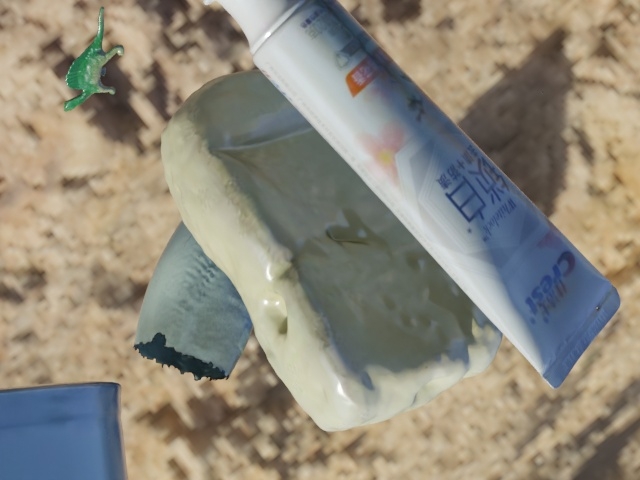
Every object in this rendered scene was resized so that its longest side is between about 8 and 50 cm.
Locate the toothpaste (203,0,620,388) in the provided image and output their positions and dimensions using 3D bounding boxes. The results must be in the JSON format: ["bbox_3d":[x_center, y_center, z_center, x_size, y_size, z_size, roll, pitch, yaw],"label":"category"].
[{"bbox_3d":[0.058,-0.051,1.037,0.100,0.323,0.066,-46,-177,-41],"label":"toothpaste"}]

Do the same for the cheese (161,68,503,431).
[{"bbox_3d":[-0.001,0.001,1.128,0.159,0.263,0.093,-18,161,-40],"label":"cheese"}]

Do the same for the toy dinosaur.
[{"bbox_3d":[-0.231,-0.180,1.676,0.060,0.029,0.119,-25,146,-38],"label":"toy dinosaur"}]

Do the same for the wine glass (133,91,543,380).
[{"bbox_3d":[0.009,-0.024,1.358,0.096,0.264,0.309,52,53,-62],"label":"wine glass"}]

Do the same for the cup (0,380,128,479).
[{"bbox_3d":[-0.168,0.220,0.617,0.257,0.311,0.331,-5,174,-31],"label":"cup"}]
